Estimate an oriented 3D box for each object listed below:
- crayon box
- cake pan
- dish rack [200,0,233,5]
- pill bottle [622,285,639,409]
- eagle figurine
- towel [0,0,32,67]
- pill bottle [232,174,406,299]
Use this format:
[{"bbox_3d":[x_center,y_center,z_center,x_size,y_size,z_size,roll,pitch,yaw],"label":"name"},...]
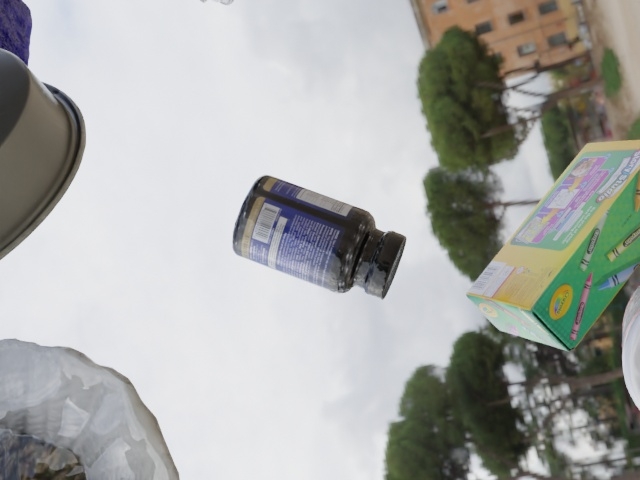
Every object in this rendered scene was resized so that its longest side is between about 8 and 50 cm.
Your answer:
[{"bbox_3d":[0.327,-0.002,1.196,0.081,0.278,0.165,43,170,-16],"label":"crayon box"},{"bbox_3d":[-0.319,-0.052,0.690,0.293,0.293,0.054,-84,-17,-46],"label":"cake pan"},{"bbox_3d":[-0.228,-0.482,1.385,0.333,0.072,0.285,42,169,-6],"label":"dish rack"},{"bbox_3d":[0.451,0.118,1.131,0.318,0.176,0.176,-14,-91,-72],"label":"pill bottle"},{"bbox_3d":[-0.157,0.152,0.446,0.298,0.225,0.226,35,-125,-88],"label":"eagle figurine"},{"bbox_3d":[-0.548,-0.386,1.431,0.308,0.076,0.227,52,-162,-50],"label":"towel"},{"bbox_3d":[0.000,0.000,1.301,0.123,0.219,0.122,21,-90,-80],"label":"pill bottle"}]
